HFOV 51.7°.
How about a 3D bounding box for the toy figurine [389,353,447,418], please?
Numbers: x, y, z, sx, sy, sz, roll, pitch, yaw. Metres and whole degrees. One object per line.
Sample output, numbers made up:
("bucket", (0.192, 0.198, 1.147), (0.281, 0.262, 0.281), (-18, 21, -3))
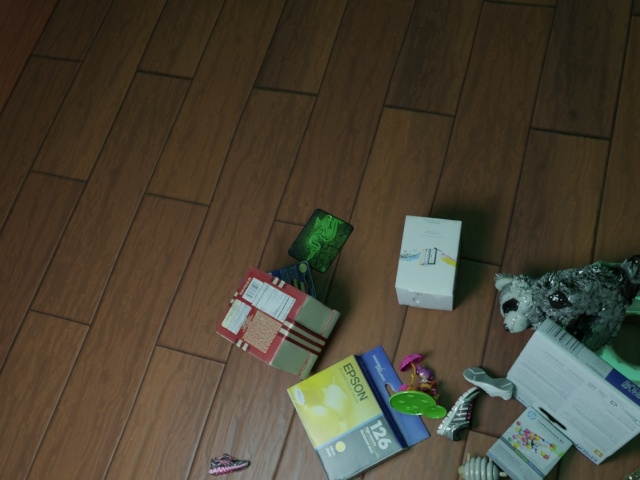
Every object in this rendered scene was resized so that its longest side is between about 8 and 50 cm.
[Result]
("toy figurine", (0.283, 0.401, 1.876), (0.173, 0.130, 0.159), (24, 47, -15))

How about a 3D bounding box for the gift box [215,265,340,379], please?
("gift box", (-0.123, 0.226, 1.926), (0.276, 0.258, 0.255), (30, 85, 33))

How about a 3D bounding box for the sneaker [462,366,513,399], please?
("sneaker", (0.469, 0.407, 1.859), (0.152, 0.061, 0.053), (20, 49, 39))

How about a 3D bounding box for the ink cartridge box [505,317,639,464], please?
("ink cartridge box", (0.652, 0.393, 1.697), (0.324, 0.330, 0.071), (40, 63, 22))

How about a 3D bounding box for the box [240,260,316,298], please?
("box", (-0.131, 0.160, 2.093), (0.225, 0.036, 0.137), (-17, 66, 5))

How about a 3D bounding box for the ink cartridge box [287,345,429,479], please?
("ink cartridge box", (0.104, 0.494, 1.891), (0.307, 0.072, 0.304), (-29, 65, 1))

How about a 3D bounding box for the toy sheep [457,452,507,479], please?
("toy sheep", (0.432, 0.618, 1.763), (0.132, 0.091, 0.091), (-10, 65, 27))

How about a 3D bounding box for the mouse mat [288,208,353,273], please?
("mouse mat", (0.000, 0.000, 2.152), (0.152, 0.007, 0.190), (28, 75, 21))

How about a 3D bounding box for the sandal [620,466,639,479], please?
("sandal", (0.822, 0.632, 1.703), (0.180, 0.049, 0.072), (-34, 59, 12))

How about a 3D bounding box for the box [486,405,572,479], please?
("box", (0.556, 0.555, 1.757), (0.186, 0.038, 0.145), (-34, 63, -28))

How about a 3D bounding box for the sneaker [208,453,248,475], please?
("sneaker", (-0.268, 0.645, 1.917), (0.119, 0.047, 0.057), (-11, 54, 5))

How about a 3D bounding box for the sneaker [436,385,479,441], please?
("sneaker", (0.400, 0.487, 1.837), (0.074, 0.063, 0.170), (35, 83, 22))

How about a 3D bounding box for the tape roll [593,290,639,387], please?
("tape roll", (0.861, 0.283, 1.809), (0.286, 0.100, 0.286), (-4, 66, 9))

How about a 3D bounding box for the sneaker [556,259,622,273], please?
("sneaker", (0.767, 0.099, 1.894), (0.232, 0.115, 0.091), (-12, 61, 6))

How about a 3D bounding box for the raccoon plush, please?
("raccoon plush", (0.706, 0.136, 1.819), (0.446, 0.216, 0.299), (-21, 21, -14))

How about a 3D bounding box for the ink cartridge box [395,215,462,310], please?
("ink cartridge box", (0.326, 0.071, 1.966), (0.168, 0.171, 0.233), (7, 70, 14))
